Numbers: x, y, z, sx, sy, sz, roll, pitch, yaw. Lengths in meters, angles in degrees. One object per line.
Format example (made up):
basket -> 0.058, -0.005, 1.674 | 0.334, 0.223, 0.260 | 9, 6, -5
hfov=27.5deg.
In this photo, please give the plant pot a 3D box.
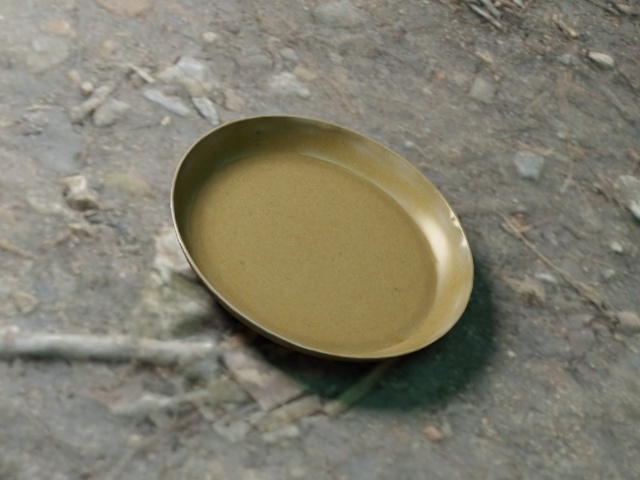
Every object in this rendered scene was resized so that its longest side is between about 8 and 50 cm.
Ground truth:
plant pot -> 0.000, 0.000, 0.973 | 0.236, 0.032, 0.236 | 13, 45, -13
